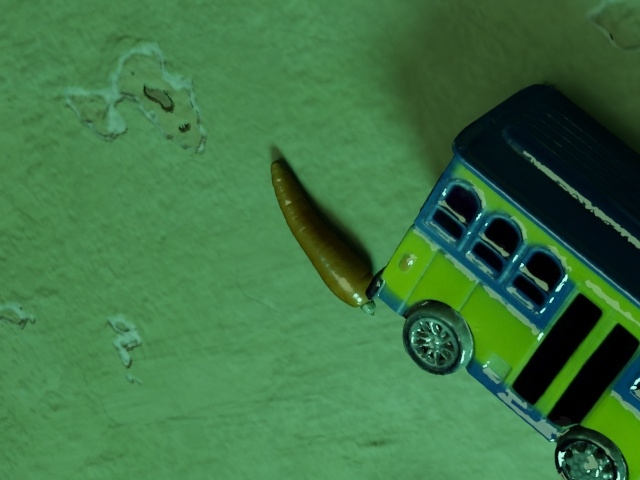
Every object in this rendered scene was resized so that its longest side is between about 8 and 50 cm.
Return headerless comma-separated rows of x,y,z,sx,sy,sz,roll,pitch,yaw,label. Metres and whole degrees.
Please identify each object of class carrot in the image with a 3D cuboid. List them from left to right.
0.000,0.000,1.314,0.142,0.035,0.035,53,130,7,carrot

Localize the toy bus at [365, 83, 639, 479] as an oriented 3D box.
0.194,0.051,1.134,0.287,0.138,0.175,40,129,13,toy bus
